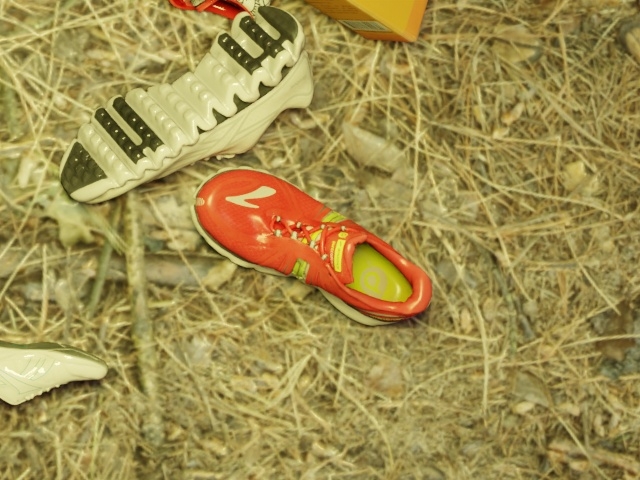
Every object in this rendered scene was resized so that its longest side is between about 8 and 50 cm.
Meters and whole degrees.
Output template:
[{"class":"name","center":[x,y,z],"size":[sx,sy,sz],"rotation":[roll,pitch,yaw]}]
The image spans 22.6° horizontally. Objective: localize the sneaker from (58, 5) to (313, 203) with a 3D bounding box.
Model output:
[{"class":"sneaker","center":[-0.129,-0.116,1.647],"size":[0.292,0.110,0.118],"rotation":[-32,143,-5]}]

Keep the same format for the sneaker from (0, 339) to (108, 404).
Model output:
[{"class":"sneaker","center":[-0.290,0.133,1.609],"size":[0.152,0.053,0.061],"rotation":[5,95,-13]}]

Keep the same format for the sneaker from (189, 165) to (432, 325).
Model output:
[{"class":"sneaker","center":[0.000,0.000,1.678],"size":[0.279,0.118,0.107],"rotation":[26,79,-17]}]

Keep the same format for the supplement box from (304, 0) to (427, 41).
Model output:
[{"class":"supplement box","center":[0.015,-0.284,1.667],"size":[0.233,0.080,0.078],"rotation":[26,79,-47]}]

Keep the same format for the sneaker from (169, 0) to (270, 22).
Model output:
[{"class":"sneaker","center":[-0.149,-0.332,1.654],"size":[0.270,0.090,0.145],"rotation":[30,76,-19]}]
